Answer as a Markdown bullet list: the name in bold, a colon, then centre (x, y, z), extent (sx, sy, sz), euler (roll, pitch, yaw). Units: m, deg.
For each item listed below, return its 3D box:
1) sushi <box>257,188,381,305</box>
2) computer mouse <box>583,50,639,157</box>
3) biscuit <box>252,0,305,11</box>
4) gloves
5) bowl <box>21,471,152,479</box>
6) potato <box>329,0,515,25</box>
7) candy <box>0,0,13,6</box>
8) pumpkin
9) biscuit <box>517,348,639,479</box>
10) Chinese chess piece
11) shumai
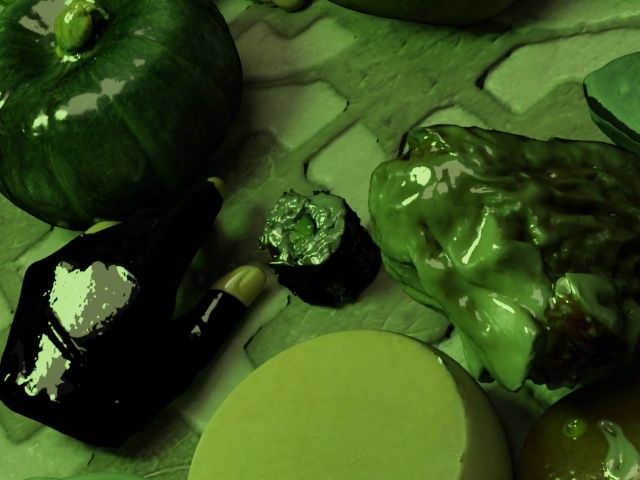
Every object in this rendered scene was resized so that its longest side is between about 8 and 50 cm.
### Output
- **sushi**: centre (0.000, 0.001, 1.518), extent (0.094, 0.084, 0.098), euler (8, 61, 34)
- **computer mouse**: centre (0.350, -0.062, 1.273), extent (0.114, 0.203, 0.374), euler (-51, 40, 4)
- **biscuit**: centre (-0.014, -0.412, 1.890), extent (0.217, 0.044, 0.325), euler (26, 77, 45)
- **gloves**: centre (-0.168, 0.055, 1.549), extent (0.197, 0.152, 0.301), euler (22, 49, 13)
- **bowl**: centre (-0.136, 0.300, 1.219), extent (0.163, 0.307, 0.307), euler (-23, 32, -37)
- **potato**: centre (0.077, -0.307, 1.660), extent (0.307, 0.210, 0.173), euler (17, 105, 48)
- **candy**: centre (-0.328, -0.371, 2.064), extent (0.097, 0.062, 0.194), euler (19, 65, 42)
- **pumpkin**: centre (-0.227, -0.155, 1.706), extent (0.300, 0.207, 0.300), euler (-11, 53, 14)
- **biscuit**: centre (0.260, 0.152, 1.260), extent (0.236, 0.039, 0.180), euler (-26, 45, 14)
- **Chinese chess piece**: centre (0.022, 0.196, 1.322), extent (0.273, 0.102, 0.273), euler (-16, 48, 19)
- **shumai**: centre (0.163, 0.029, 1.318), extent (0.256, 0.189, 0.218), euler (3, 56, -15)
